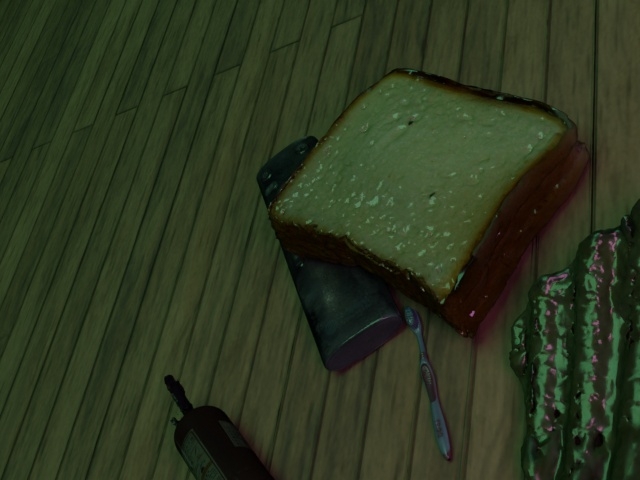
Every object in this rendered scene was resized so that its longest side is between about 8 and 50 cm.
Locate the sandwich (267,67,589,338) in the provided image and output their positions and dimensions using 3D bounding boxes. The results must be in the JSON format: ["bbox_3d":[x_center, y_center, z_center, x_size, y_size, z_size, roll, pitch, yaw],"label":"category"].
[{"bbox_3d":[0.118,-0.061,1.069,0.301,0.099,0.271,25,66,44],"label":"sandwich"}]

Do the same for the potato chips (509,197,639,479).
[{"bbox_3d":[0.314,0.131,0.752,0.373,0.097,0.389,-26,45,23],"label":"potato chips"}]

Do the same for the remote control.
[{"bbox_3d":[0.000,0.000,1.192,0.107,0.044,0.378,-32,41,9],"label":"remote control"}]

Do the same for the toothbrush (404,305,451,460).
[{"bbox_3d":[0.112,0.145,0.988,0.013,0.019,0.193,-30,44,20],"label":"toothbrush"}]

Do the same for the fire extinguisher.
[{"bbox_3d":[-0.120,0.231,1.063,0.071,0.099,0.231,-30,38,-14],"label":"fire extinguisher"}]
